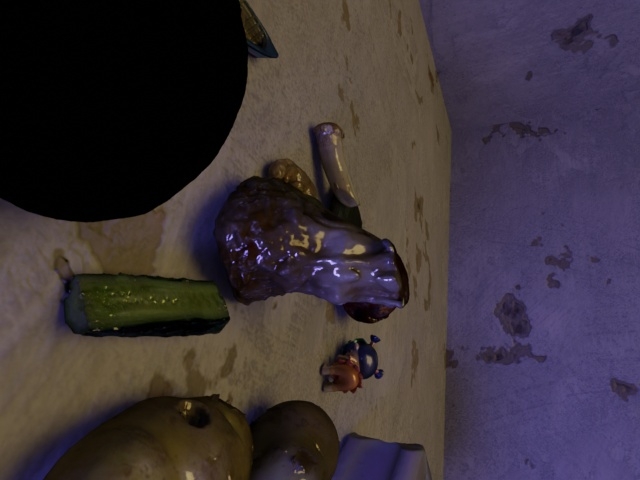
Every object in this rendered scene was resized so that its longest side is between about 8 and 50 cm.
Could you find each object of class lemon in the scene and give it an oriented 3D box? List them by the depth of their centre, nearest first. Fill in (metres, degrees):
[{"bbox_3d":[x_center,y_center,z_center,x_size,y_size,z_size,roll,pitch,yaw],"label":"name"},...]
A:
[{"bbox_3d":[-0.188,-0.154,0.396,0.320,0.244,0.245,-76,151,-51],"label":"lemon"}]

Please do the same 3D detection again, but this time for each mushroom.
[{"bbox_3d":[0.042,-0.177,1.062,0.084,0.071,0.210,-17,90,-72],"label":"mushroom"}]

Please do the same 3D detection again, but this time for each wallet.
[{"bbox_3d":[0.061,-0.015,1.091,0.317,0.044,0.169,-78,150,-53],"label":"wallet"}]

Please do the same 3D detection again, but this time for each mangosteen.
[{"bbox_3d":[0.126,0.120,1.155,0.180,0.166,0.166,-106,174,-53],"label":"mangosteen"}]

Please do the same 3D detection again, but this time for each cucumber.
[{"bbox_3d":[-0.208,0.087,0.546,0.211,0.062,0.078,10,44,-59],"label":"cucumber"}]

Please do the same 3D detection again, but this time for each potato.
[{"bbox_3d":[-0.176,0.274,0.489,0.296,0.141,0.192,-11,81,-64],"label":"potato"},{"bbox_3d":[-0.061,0.358,0.701,0.262,0.164,0.165,-50,133,-72],"label":"potato"}]

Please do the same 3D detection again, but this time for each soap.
[{"bbox_3d":[0.110,0.685,0.973,0.435,0.212,0.351,-23,109,-63],"label":"soap"}]

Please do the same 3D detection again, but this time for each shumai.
[{"bbox_3d":[0.003,-0.001,0.741,0.346,0.282,0.217,11,78,-65],"label":"shumai"}]

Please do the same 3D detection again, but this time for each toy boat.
[{"bbox_3d":[-0.145,-0.376,0.748,0.229,0.045,0.080,32,58,-61],"label":"toy boat"}]

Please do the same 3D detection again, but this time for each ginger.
[{"bbox_3d":[-0.057,-0.124,0.912,0.173,0.051,0.070,28,56,-56],"label":"ginger"}]

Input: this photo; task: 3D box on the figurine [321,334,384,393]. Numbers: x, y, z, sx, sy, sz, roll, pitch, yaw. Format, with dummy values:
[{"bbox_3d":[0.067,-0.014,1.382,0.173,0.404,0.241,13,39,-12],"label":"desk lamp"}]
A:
[{"bbox_3d":[0.086,0.311,1.092,0.195,0.102,0.112,-26,113,-64],"label":"figurine"}]
